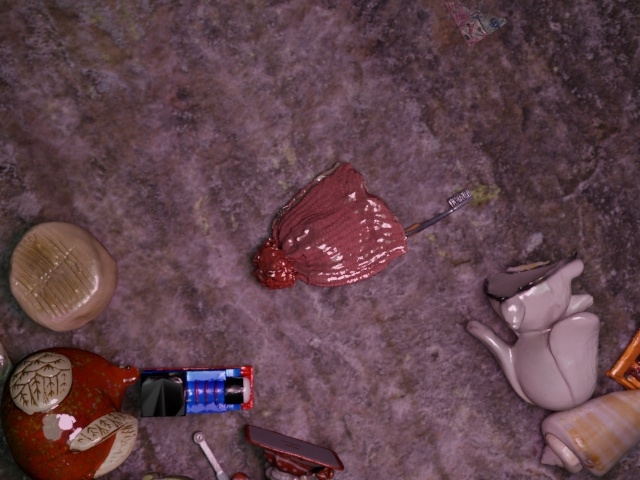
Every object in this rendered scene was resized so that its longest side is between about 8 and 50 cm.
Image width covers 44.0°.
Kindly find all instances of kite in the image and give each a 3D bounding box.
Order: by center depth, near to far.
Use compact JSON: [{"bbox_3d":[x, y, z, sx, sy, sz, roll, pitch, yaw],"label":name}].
[{"bbox_3d":[0.319,-0.470,1.617,0.137,0.005,0.153,14,83,-6],"label":"kite"}]

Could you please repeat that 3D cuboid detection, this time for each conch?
[{"bbox_3d":[0.534,0.367,1.492,0.255,0.127,0.158,-32,104,15],"label":"conch"}]

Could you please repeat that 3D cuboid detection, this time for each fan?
[{"bbox_3d":[-0.159,0.476,1.482,0.057,0.023,0.282,-29,91,-6],"label":"fan"}]

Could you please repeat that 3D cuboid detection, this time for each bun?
[{"bbox_3d":[-0.463,0.063,1.427,0.193,0.128,0.178,44,82,9],"label":"bun"}]

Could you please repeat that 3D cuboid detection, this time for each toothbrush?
[{"bbox_3d":[0.164,-0.014,1.555,0.321,0.023,0.031,-31,83,-9],"label":"toothbrush"}]

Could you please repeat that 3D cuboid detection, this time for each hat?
[{"bbox_3d":[0.000,0.000,1.494,0.286,0.107,0.237,-33,62,-9],"label":"hat"}]

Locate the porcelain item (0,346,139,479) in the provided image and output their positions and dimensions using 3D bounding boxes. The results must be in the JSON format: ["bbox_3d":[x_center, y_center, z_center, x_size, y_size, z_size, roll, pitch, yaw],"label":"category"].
[{"bbox_3d":[-0.415,0.287,1.360,0.253,0.253,0.253,1,86,-7],"label":"porcelain item"}]

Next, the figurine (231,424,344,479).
[{"bbox_3d":[-0.083,0.475,1.421,0.183,0.160,0.226,18,85,-4],"label":"figurine"}]

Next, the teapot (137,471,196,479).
[{"bbox_3d":[-0.341,0.521,1.330,0.321,0.239,0.239,-19,70,35],"label":"teapot"}]

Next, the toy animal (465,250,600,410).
[{"bbox_3d":[0.417,0.173,1.469,0.289,0.249,0.174,50,49,8],"label":"toy animal"}]

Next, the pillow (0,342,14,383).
[{"bbox_3d":[-0.731,0.182,1.410,0.280,0.076,0.274,-25,91,-14],"label":"pillow"}]

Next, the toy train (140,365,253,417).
[{"bbox_3d":[-0.223,0.272,1.433,0.204,0.131,0.083,0,85,-7],"label":"toy train"}]

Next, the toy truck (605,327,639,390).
[{"bbox_3d":[0.694,0.190,1.553,0.114,0.135,0.270,37,87,-5],"label":"toy truck"}]
